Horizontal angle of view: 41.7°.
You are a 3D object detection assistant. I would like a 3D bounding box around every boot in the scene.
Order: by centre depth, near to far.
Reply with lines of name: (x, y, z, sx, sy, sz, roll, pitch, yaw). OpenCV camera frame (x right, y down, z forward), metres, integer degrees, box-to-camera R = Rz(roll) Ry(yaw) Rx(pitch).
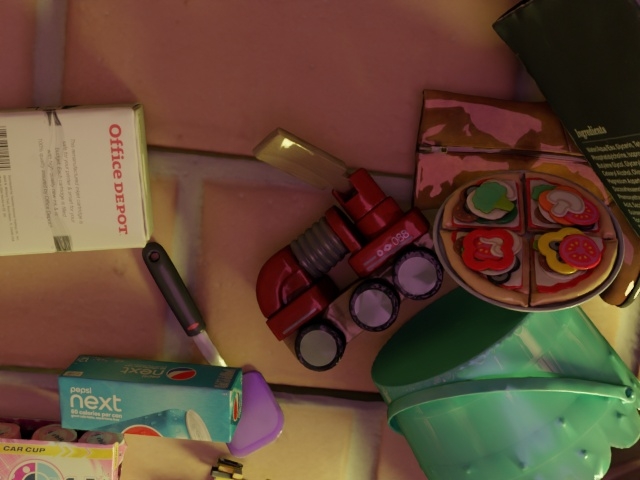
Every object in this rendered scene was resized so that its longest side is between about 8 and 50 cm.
boot: (0.250, -0.047, 1.000, 0.280, 0.096, 0.264, -1, 106, -2)

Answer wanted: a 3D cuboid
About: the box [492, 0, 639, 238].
box: (0.525, -0.185, 0.834, 0.480, 0.297, 0.472, -37, 95, -3)

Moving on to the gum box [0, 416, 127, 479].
gum box: (-0.339, 0.286, 1.051, 0.188, 0.062, 0.107, 5, 103, -5)

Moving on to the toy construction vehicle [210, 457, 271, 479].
toy construction vehicle: (-0.119, 0.331, 1.081, 0.098, 0.035, 0.086, 20, 95, -5)

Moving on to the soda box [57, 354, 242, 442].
soda box: (-0.203, 0.190, 1.017, 0.210, 0.067, 0.071, 4, 106, 6)

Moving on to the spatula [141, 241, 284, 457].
spatula: (-0.140, 0.131, 1.046, 0.084, 0.030, 0.296, -27, 103, 2)

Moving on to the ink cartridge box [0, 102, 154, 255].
ink cartridge box: (-0.306, -0.071, 0.955, 0.219, 0.092, 0.160, -3, 104, -4)

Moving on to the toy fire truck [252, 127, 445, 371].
toy fire truck: (0.000, 0.000, 0.968, 0.217, 0.158, 0.246, -37, 90, 13)

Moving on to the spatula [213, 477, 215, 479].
spatula: (-0.071, 0.427, 1.127, 0.242, 0.019, 0.168, 30, 94, -10)

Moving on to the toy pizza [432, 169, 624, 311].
toy pizza: (0.222, -0.010, 0.898, 0.201, 0.201, 0.032, -9, 139, -2)

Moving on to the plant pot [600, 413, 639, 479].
plant pot: (0.378, 0.414, 0.966, 0.323, 0.280, 0.323, -10, 128, -13)

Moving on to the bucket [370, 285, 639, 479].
bucket: (0.204, 0.165, 0.964, 0.281, 0.281, 0.183, -34, 99, 4)
